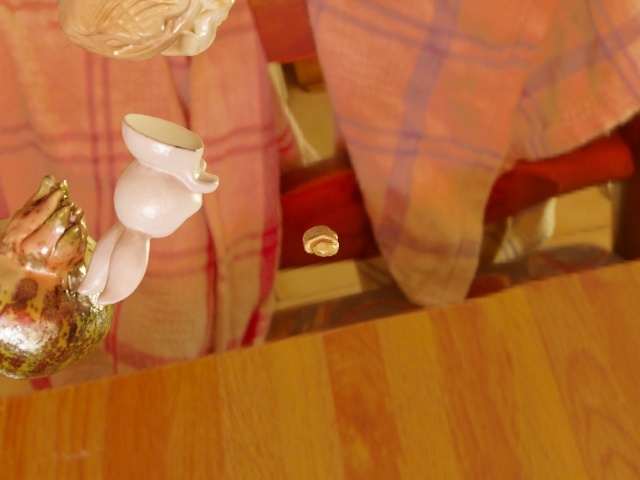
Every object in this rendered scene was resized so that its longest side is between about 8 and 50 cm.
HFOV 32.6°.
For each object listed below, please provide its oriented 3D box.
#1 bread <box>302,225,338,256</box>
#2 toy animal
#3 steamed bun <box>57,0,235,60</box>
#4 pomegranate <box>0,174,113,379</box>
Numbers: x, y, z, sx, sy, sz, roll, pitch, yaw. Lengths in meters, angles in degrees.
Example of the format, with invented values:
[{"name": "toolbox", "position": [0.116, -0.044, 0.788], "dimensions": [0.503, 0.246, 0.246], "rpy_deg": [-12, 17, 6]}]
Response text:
[{"name": "bread", "position": [0.000, 0.000, 1.471], "dimensions": [0.049, 0.034, 0.088], "rpy_deg": [6, 9, 0]}, {"name": "toy animal", "position": [-0.199, -0.025, 1.277], "dimensions": [0.131, 0.221, 0.104], "rpy_deg": [6, 18, -45]}, {"name": "steamed bun", "position": [-0.278, -0.415, 1.765], "dimensions": [0.276, 0.203, 0.289], "rpy_deg": [24, 86, -14]}, {"name": "pomegranate", "position": [-0.367, 0.040, 1.347], "dimensions": [0.204, 0.276, 0.222], "rpy_deg": [1, 40, 4]}]
